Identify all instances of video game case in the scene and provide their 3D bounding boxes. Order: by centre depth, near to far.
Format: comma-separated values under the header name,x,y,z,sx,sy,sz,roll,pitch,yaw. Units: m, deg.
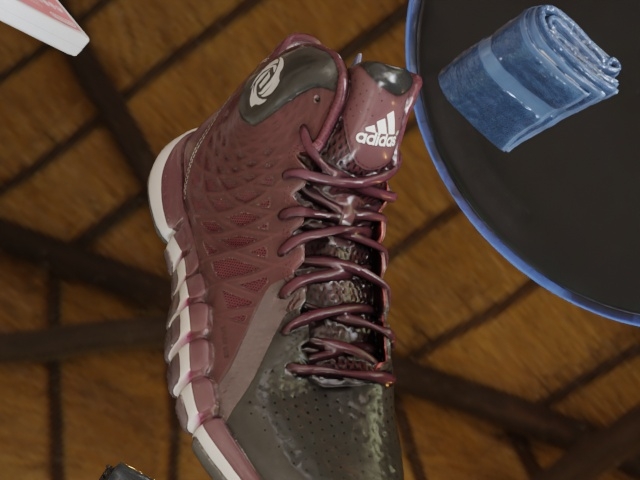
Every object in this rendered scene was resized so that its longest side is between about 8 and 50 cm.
name,x,y,z,sx,sy,sz,roll,pitch,yaw
video game case,-0.344,-0.291,1.256,0.025,0.204,0.285,-46,-116,11

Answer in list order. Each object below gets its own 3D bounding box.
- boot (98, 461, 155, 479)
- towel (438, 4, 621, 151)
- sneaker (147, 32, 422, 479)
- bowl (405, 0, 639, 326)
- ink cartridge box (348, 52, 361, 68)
name,x,y,z,sx,sy,sz,roll,pitch,yaw
boot,-0.165,0.363,1.387,0.094,0.207,0.246,-6,116,-87
towel,0.116,-0.092,0.799,0.029,0.067,0.119,-54,-169,-21
sneaker,0.000,0.000,0.664,0.162,0.106,0.281,-52,-138,29
bowl,0.229,-0.111,0.957,0.391,0.391,0.077,-5,-158,40
ink cartridge box,-0.047,-0.019,1.311,0.186,0.065,0.311,130,-20,-62
